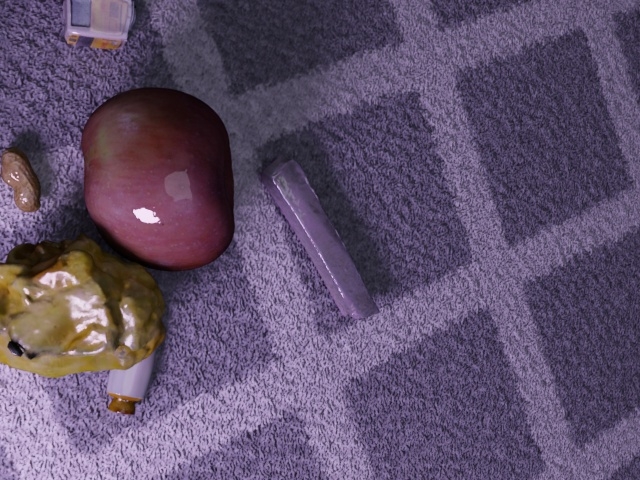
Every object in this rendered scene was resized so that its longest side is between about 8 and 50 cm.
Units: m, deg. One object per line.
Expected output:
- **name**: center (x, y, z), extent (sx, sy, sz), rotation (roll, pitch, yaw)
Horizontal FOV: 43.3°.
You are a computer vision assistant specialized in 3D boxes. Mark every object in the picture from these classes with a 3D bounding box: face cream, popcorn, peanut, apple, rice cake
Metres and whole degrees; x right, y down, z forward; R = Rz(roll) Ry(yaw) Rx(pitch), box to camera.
- **face cream**: center (-0.325, 0.210, 1.400), extent (0.072, 0.051, 0.182), rotation (16, 80, -25)
- **popcorn**: center (-0.391, 0.111, 1.268), extent (0.287, 0.215, 0.252), rotation (-9, 126, -12)
- **peanut**: center (-0.496, -0.100, 1.334), extent (0.054, 0.054, 0.113), rotation (-24, 99, -24)
- **apple**: center (-0.263, -0.095, 1.321), extent (0.235, 0.306, 0.305), rotation (-6, 91, -1)
- **rice cake**: center (0.000, 0.000, 1.559), extent (0.073, 0.056, 0.364), rotation (-37, 103, -28)

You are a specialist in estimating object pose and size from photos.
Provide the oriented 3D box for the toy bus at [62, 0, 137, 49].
- **toy bus**: center (-0.375, -0.504, 1.384), extent (0.138, 0.097, 0.342), rotation (-1, 90, -19)
